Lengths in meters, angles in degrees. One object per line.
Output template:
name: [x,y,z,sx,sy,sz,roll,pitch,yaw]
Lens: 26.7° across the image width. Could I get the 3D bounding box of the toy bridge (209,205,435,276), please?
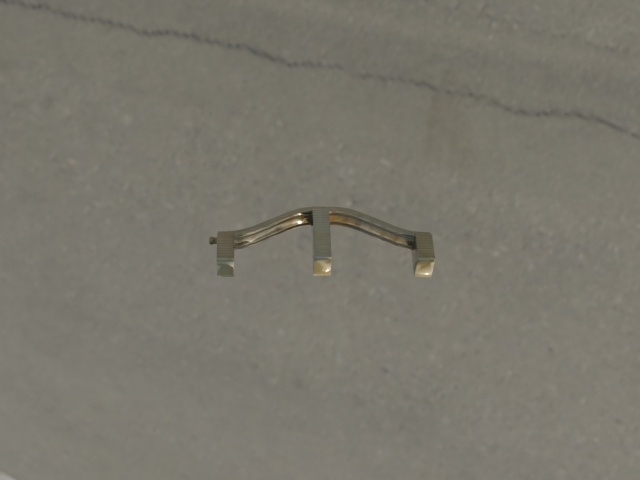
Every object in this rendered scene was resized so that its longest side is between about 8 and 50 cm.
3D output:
toy bridge: [0.000,0.000,1.138,0.188,0.063,0.026,1,138,-3]
